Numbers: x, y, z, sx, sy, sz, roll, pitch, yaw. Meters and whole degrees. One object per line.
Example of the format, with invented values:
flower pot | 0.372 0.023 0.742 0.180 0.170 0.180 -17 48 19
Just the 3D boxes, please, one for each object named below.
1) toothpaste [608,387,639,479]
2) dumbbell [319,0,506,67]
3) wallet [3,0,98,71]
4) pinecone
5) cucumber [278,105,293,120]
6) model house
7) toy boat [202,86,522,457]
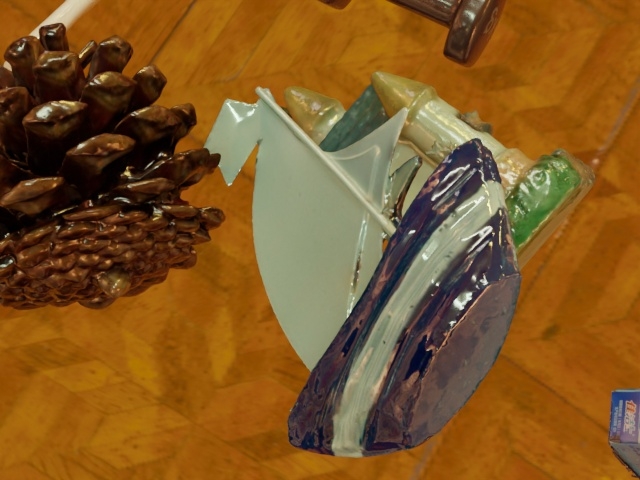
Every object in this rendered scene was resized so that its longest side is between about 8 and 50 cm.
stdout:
toothpaste | 0.383 0.243 1.337 0.272 0.053 0.066 43 52 -48
dumbbell | 0.110 -0.307 1.473 0.225 0.140 0.124 27 100 12
wallet | -0.313 -0.273 1.489 0.033 0.095 0.190 45 53 -16
pinecone | -0.166 -0.048 0.824 0.208 0.208 0.207 2 85 -18
cucumber | -0.016 -0.108 1.642 0.077 0.265 0.077 -16 125 -25
model house | 0.105 -0.095 1.308 0.325 0.267 0.194 40 103 11
toy boat | 0.021 -0.013 0.752 0.070 0.210 0.291 13 48 -43
